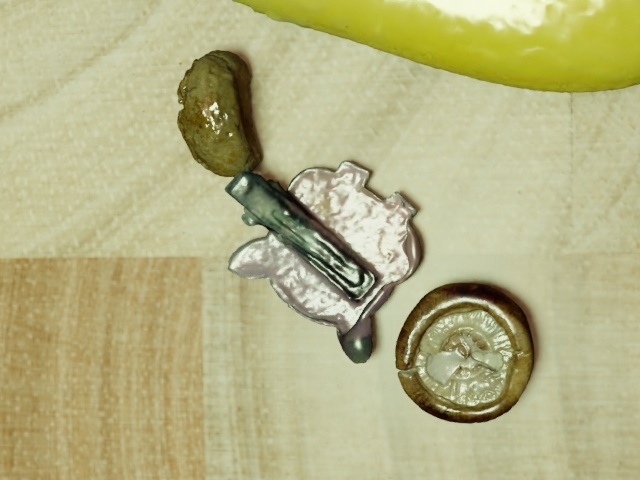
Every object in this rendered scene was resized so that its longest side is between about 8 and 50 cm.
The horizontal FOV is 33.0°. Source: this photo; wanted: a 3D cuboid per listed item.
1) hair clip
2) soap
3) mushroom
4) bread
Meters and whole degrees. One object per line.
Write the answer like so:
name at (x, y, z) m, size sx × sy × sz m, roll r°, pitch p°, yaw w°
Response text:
hair clip at (0.001, -0.001, 0.950) m, size 0.187 × 0.056 × 0.146 m, roll 35°, pitch 97°, yaw 1°
soap at (0.142, -0.285, 0.873) m, size 0.427 × 0.115 × 0.306 m, roll 15°, pitch 91°, yaw 12°
mushroom at (0.123, 0.095, 0.917) m, size 0.123 × 0.052 × 0.123 m, roll 2°, pitch 99°, yaw 14°
bread at (-0.093, -0.111, 0.949) m, size 0.060 × 0.082 × 0.113 m, roll -7°, pitch 86°, yaw 16°
